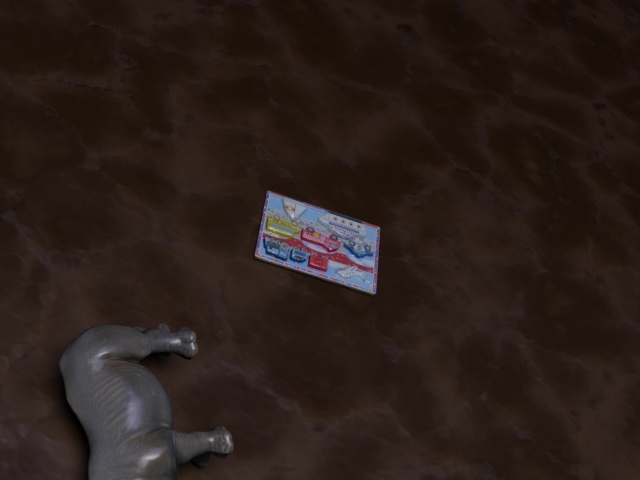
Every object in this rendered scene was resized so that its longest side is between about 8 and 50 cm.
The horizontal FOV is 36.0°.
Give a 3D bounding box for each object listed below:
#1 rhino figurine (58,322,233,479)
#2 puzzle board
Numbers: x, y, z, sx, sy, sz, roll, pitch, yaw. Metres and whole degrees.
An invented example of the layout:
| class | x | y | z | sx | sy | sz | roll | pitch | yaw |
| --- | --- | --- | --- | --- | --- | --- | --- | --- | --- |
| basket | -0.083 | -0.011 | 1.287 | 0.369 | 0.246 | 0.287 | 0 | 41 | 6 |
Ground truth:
| class | x | y | z | sx | sy | sz | roll | pitch | yaw |
| --- | --- | --- | --- | --- | --- | --- | --- | --- | --- |
| rhino figurine | -0.128 | 0.162 | 0.747 | 0.106 | 0.073 | 0.243 | -3 | 53 | -33 |
| puzzle board | 0.000 | 0.000 | 1.001 | 0.128 | 0.011 | 0.096 | 18 | 45 | -11 |
